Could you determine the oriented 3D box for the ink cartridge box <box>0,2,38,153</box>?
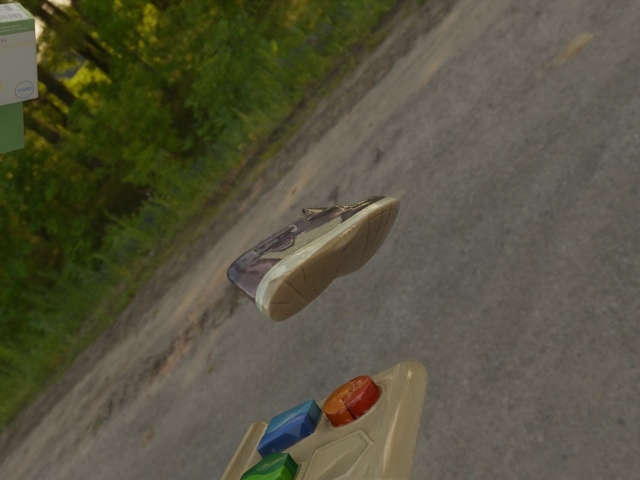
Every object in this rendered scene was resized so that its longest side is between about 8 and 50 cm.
[{"bbox_3d":[-0.460,-0.183,0.944,0.171,0.056,0.235,-24,-37,-37],"label":"ink cartridge box"}]

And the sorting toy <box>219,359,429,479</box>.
[{"bbox_3d":[-0.018,0.223,0.694,0.229,0.041,0.307,-25,12,21],"label":"sorting toy"}]

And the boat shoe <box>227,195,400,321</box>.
[{"bbox_3d":[0.000,0.000,0.905,0.285,0.092,0.103,-35,-31,-44],"label":"boat shoe"}]
